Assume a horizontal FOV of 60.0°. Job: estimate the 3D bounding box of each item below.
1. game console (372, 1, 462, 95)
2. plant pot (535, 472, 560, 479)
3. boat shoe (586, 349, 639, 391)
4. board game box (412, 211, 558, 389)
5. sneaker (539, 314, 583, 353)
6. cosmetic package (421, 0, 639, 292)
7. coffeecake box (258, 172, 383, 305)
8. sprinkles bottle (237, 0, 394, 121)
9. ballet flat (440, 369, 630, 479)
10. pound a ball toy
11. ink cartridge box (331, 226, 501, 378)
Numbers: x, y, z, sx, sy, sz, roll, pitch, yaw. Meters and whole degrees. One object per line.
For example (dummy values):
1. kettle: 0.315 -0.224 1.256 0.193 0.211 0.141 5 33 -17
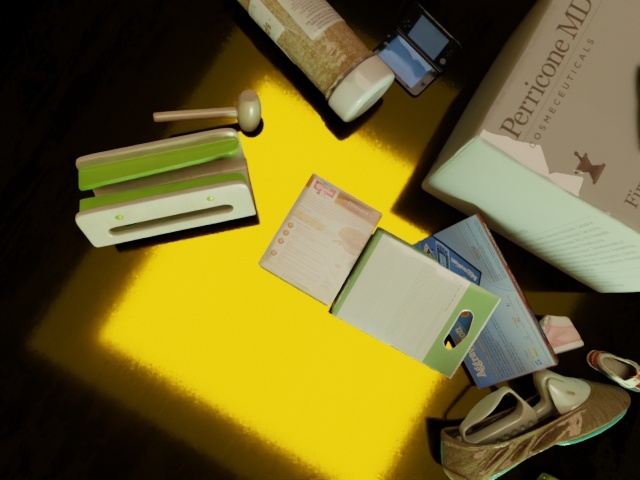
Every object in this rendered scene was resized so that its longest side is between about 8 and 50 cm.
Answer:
1. game console: 0.176 -0.350 1.016 0.122 0.107 0.071 45 55 1
2. plant pot: 0.401 0.447 0.943 0.081 0.081 0.083 -44 77 -6
3. boat shoe: 0.547 0.235 0.989 0.137 0.043 0.049 26 82 -2
4. board game box: 0.275 0.107 0.958 0.145 0.027 0.281 -29 86 28
5. sneaker: 0.390 0.174 0.986 0.135 0.051 0.070 -17 73 1
6. cosmetic package: 0.435 -0.151 0.880 0.394 0.327 0.329 30 84 1
7. coffeecake box: 0.000 0.000 0.970 0.142 0.068 0.185 31 84 1
8. sprinkles bottle: -0.027 -0.378 0.981 0.121 0.121 0.355 -41 87 -6
9. ballet flat: 0.353 0.294 0.936 0.343 0.116 0.124 -24 99 0
10. pound a ball toy: -0.240 -0.118 0.956 0.320 0.135 0.208 -12 60 -4
11. ink cartridge box: 0.160 0.106 0.954 0.235 0.056 0.171 29 100 -1
